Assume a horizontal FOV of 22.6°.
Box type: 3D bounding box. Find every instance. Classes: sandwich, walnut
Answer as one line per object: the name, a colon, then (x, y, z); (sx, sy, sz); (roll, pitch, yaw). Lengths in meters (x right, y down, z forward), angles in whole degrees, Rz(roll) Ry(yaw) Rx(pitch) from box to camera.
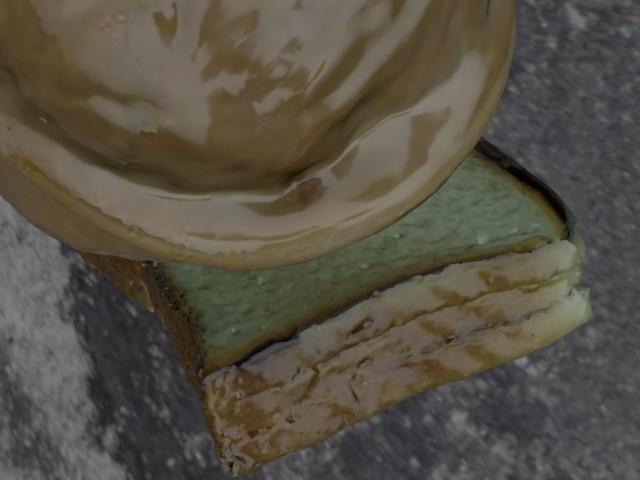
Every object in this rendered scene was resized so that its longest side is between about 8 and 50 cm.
sandwich: (0.000, 0.000, 1.042); (0.271, 0.301, 0.099); (-16, 122, -19)
walnut: (-0.047, -0.121, 0.725); (0.285, 0.296, 0.285); (5, 70, -14)
